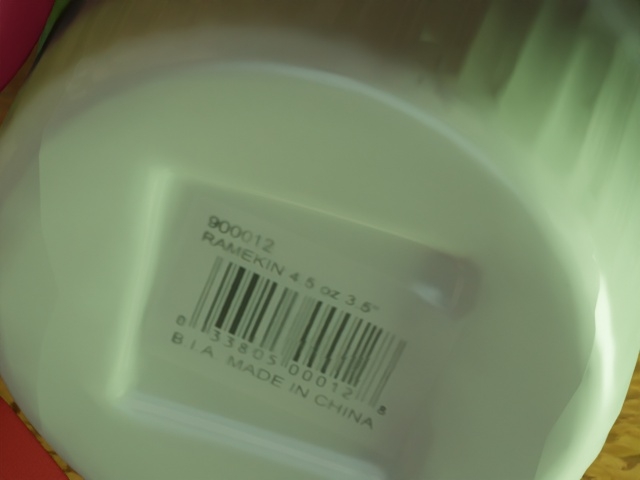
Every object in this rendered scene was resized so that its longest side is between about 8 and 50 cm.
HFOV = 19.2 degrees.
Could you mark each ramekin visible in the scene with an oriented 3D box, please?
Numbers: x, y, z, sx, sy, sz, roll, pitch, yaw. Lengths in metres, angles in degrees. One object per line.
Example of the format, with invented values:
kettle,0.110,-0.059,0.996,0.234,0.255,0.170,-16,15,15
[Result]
ramekin,0.000,0.000,0.732,0.277,0.135,0.277,8,126,11

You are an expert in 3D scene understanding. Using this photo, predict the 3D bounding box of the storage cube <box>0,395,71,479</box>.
storage cube,-0.200,0.219,0.907,0.184,0.193,0.215,-24,113,29

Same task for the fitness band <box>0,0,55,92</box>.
fitness band,-0.193,-0.087,0.591,0.209,0.291,0.054,-42,67,-2
